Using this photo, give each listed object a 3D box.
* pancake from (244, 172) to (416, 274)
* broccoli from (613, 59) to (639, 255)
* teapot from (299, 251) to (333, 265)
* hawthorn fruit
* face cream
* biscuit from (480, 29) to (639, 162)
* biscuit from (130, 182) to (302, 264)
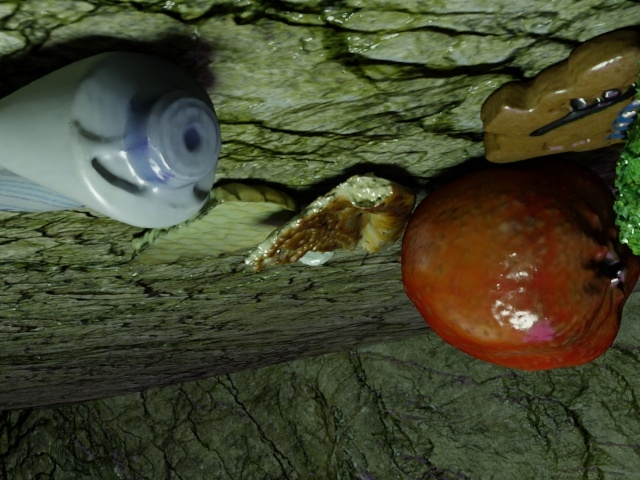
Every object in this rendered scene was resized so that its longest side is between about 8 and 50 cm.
[{"bbox_3d":[0.019,-0.004,1.108,0.244,0.057,0.266,-27,162,-13],"label":"pancake"},{"bbox_3d":[0.411,-0.082,0.643,0.310,0.321,0.413,24,152,46],"label":"broccoli"},{"bbox_3d":[0.000,0.000,1.244,0.083,0.064,0.064,-39,171,2],"label":"teapot"},{"bbox_3d":[0.226,0.028,1.098,0.330,0.287,0.287,0,175,42],"label":"hawthorn fruit"},{"bbox_3d":[-0.256,-0.069,0.760,0.420,0.137,0.235,-5,173,38],"label":"face cream"},{"bbox_3d":[0.315,-0.139,0.886,0.301,0.043,0.278,-6,166,-10],"label":"biscuit"},{"bbox_3d":[-0.122,-0.019,1.130,0.187,0.036,0.273,4,161,-40],"label":"biscuit"}]
